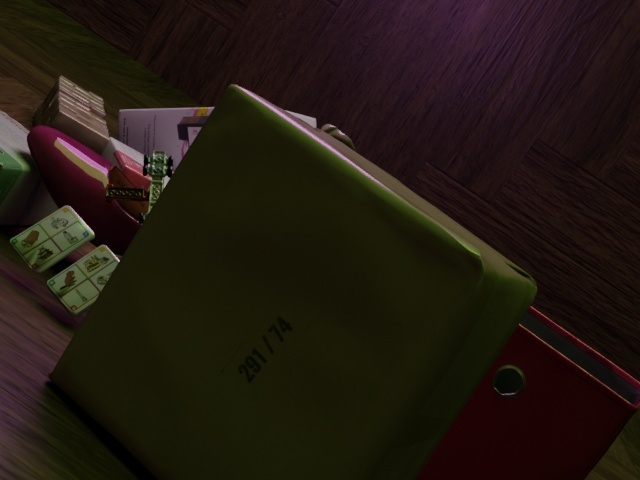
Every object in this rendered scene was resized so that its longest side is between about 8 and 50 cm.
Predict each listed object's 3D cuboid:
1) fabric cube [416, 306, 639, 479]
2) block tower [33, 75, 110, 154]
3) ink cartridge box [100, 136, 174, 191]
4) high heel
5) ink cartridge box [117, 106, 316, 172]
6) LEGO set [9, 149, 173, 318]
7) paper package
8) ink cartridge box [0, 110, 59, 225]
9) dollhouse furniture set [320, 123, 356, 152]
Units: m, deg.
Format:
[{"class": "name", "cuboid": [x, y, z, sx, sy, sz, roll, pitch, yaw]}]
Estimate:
[{"class": "fabric cube", "cuboid": [0.204, 0.214, 1.352, 0.254, 0.258, 0.259, 37, 9, 17]}, {"class": "block tower", "cuboid": [-0.412, -0.188, 1.867, 0.097, 0.091, 0.335, 32, 8, -18]}, {"class": "ink cartridge box", "cuboid": [-0.240, -0.053, 1.748, 0.218, 0.092, 0.158, 27, 10, -26]}, {"class": "high heel", "cuboid": [-0.165, -0.035, 1.351, 0.377, 0.181, 0.127, 45, 16, -16]}, {"class": "ink cartridge box", "cuboid": [-0.168, -0.156, 1.903, 0.278, 0.117, 0.201, 2, 0, 24]}, {"class": "LEGO set", "cuboid": [-0.184, 0.005, 1.244, 0.182, 0.244, 0.060, 45, -25, 17]}, {"class": "paper package", "cuboid": [-0.027, 0.082, 1.004, 0.309, 0.325, 0.168, 37, 8, 26]}, {"class": "ink cartridge box", "cuboid": [-0.405, -0.094, 1.359, 0.154, 0.093, 0.212, 36, 10, 9]}, {"class": "dollhouse furniture set", "cuboid": [-0.005, 0.028, 1.455, 0.151, 0.197, 0.302, 58, -9, 44]}]
